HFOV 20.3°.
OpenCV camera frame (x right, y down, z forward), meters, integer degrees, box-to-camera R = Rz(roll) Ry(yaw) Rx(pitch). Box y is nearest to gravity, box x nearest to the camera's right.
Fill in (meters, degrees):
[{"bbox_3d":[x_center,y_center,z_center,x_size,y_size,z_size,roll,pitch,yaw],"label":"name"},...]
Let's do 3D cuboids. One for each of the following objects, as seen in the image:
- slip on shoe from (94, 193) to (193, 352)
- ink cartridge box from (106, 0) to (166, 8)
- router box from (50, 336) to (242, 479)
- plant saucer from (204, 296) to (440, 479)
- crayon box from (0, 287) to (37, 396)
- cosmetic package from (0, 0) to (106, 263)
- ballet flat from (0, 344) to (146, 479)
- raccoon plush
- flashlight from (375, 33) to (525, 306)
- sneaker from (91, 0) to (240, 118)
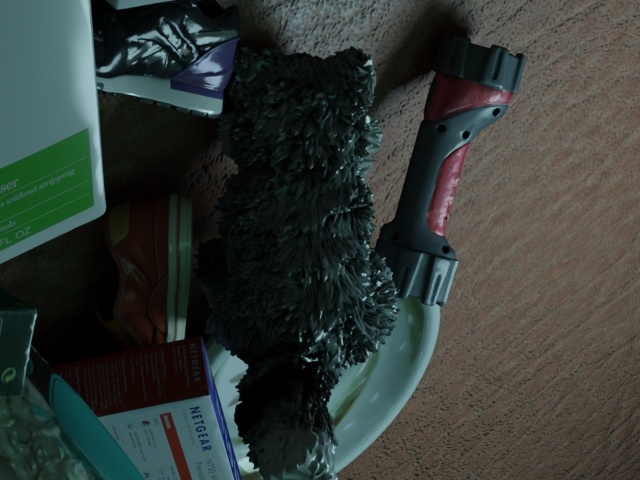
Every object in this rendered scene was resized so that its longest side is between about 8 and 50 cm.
[{"bbox_3d":[-0.195,0.074,1.947,0.101,0.123,0.331,3,138,-5],"label":"slip on shoe"},{"bbox_3d":[-0.110,-0.310,1.634,0.212,0.093,0.154,-16,135,-38],"label":"ink cartridge box"},{"bbox_3d":[-0.246,0.264,1.989,0.301,0.082,0.335,-11,140,-1],"label":"router box"},{"bbox_3d":[-0.038,0.155,2.179,0.400,0.100,0.400,-28,142,-24],"label":"plant saucer"},{"bbox_3d":[-0.419,0.045,1.517,0.203,0.323,0.083,0,107,-46],"label":"crayon box"},{"bbox_3d":[-0.289,-0.157,1.358,0.197,0.155,0.366,-28,142,-27],"label":"cosmetic package"},{"bbox_3d":[-0.315,0.159,1.752,0.147,0.147,0.409,-37,104,-10],"label":"ballet flat"},{"bbox_3d":[0.000,0.000,1.799,0.216,0.446,0.299,-6,125,-13],"label":"raccoon plush"},{"bbox_3d":[0.148,-0.078,2.045,0.103,0.103,0.304,8,97,-53],"label":"flashlight"},{"bbox_3d":[-0.188,-0.203,1.682,0.283,0.107,0.124,7,106,-53],"label":"sneaker"}]
